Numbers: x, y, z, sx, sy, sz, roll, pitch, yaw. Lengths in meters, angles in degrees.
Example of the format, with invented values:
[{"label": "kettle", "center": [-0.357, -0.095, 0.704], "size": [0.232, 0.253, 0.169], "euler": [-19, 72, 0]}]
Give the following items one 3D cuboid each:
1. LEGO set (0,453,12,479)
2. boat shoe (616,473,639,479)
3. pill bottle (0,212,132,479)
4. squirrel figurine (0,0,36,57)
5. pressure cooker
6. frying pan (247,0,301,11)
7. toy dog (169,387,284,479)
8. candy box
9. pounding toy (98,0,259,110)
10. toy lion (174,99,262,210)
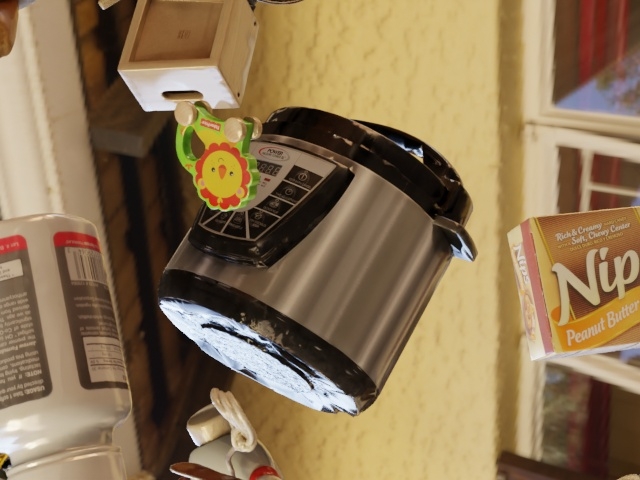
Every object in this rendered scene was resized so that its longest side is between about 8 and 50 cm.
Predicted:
[{"label": "LEGO set", "center": [-0.473, 0.283, 1.431], "size": [0.192, 0.331, 0.255], "euler": [-53, -46, 2]}, {"label": "boat shoe", "center": [0.265, 0.229, 0.703], "size": [0.227, 0.081, 0.079], "euler": [56, -166, -16]}, {"label": "pill bottle", "center": [-0.318, 0.143, 1.278], "size": [0.176, 0.176, 0.318], "euler": [10, -118, -57]}, {"label": "squirrel figurine", "center": [-0.468, -0.469, 1.317], "size": [0.281, 0.397, 0.370], "euler": [-48, -35, -39]}, {"label": "pressure cooker", "center": [0.001, 0.002, 1.636], "size": [0.370, 0.375, 0.420], "euler": [34, -107, -8]}, {"label": "frying pan", "center": [-0.073, -0.382, 1.654], "size": [0.197, 0.053, 0.326], "euler": [3, -101, -17]}, {"label": "toy dog", "center": [-0.134, 0.331, 1.475], "size": [0.161, 0.220, 0.333], "euler": [-32, -8, -8]}, {"label": "candy box", "center": [0.427, 0.050, 1.482], "size": [0.087, 0.317, 0.182], "euler": [124, 138, -72]}, {"label": "pounding toy", "center": [-0.173, -0.261, 1.338], "size": [0.094, 0.181, 0.206], "euler": [62, -147, -56]}, {"label": "toy lion", "center": [-0.100, -0.079, 1.066], "size": [0.034, 0.100, 0.096], "euler": [-14, -60, -56]}]
